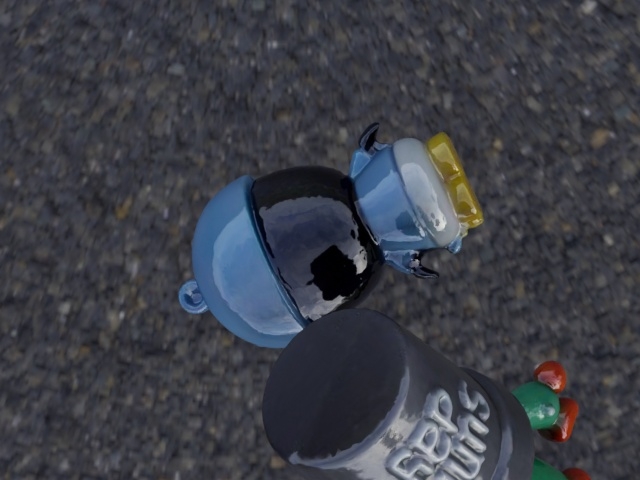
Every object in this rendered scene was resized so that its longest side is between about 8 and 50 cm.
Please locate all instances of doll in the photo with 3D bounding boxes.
[{"bbox_3d":[0.000,0.000,1.462,0.314,0.141,0.177,-23,87,12],"label":"doll"}]

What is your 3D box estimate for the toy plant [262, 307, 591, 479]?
[{"bbox_3d":[0.121,0.222,1.330,0.185,0.279,0.400,-26,136,24],"label":"toy plant"}]
